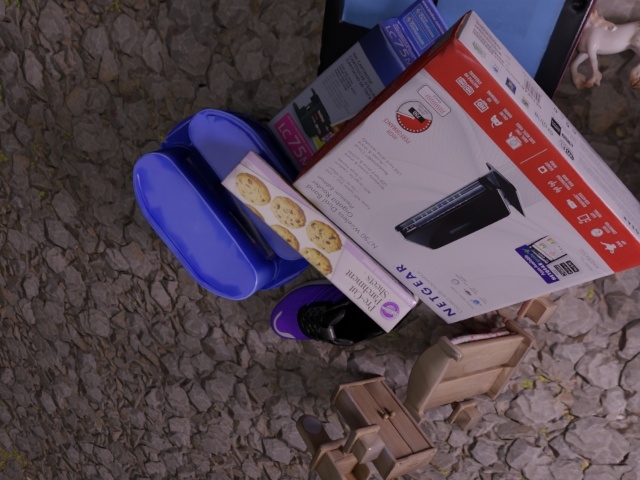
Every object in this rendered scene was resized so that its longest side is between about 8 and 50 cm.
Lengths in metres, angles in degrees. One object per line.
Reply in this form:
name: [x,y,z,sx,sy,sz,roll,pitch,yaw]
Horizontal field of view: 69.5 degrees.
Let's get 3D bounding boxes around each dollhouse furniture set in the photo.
dollhouse furniture set: [0.149,0.195,0.746,0.174,0.303,0.355,47,124,43]

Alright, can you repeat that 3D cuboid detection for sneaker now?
sneaker: [0.019,0.132,0.811,0.294,0.146,0.102,-17,102,25]

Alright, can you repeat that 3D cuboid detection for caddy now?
caddy: [-0.146,-0.064,0.791,0.241,0.179,0.341,-36,96,5]

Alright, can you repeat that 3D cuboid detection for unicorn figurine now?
unicorn figurine: [0.366,-0.253,0.592,0.162,0.060,0.111,3,101,6]

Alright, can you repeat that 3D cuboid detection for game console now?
game console: [0.163,-0.332,0.575,0.342,0.060,0.386,22,130,16]

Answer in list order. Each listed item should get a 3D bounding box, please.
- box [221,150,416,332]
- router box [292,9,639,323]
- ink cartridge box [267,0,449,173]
box: [0.000,0.000,0.676,0.324,0.063,0.067,43,97,-5]
router box: [0.179,-0.054,0.600,0.335,0.082,0.301,41,139,-13]
ink cartridge box: [0.072,-0.178,0.678,0.311,0.065,0.185,-27,99,43]
